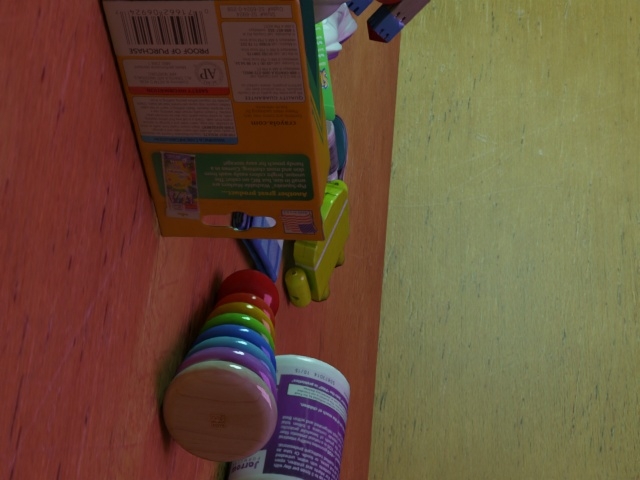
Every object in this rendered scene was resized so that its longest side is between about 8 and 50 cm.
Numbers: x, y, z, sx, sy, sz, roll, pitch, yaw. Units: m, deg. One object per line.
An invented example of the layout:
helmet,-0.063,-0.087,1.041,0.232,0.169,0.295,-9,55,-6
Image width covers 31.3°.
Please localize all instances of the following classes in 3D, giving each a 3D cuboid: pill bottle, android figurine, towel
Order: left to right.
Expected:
towel,-0.086,-0.098,1.824,0.209,0.034,0.285,65,28,-62
pill bottle,-0.053,0.338,1.711,0.169,0.169,0.302,79,15,-51
pill bottle,-0.006,-0.164,2.172,0.137,0.078,0.078,80,15,-48
android figurine,0.000,0.000,2.145,0.273,0.056,0.248,78,32,-59

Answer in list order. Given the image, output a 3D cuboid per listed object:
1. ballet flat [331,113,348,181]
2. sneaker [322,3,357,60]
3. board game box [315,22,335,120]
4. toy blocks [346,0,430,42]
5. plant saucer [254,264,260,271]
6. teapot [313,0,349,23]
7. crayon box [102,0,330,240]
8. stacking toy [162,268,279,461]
ballet flat,0.010,-0.134,2.315,0.086,0.086,0.248,-26,119,-79
sneaker,-0.023,-0.396,2.050,0.305,0.114,0.152,-66,136,-64
board game box,-0.035,-0.323,1.858,0.124,0.039,0.259,-1,79,-57
toy blocks,0.106,-0.566,2.247,0.381,0.261,0.191,34,20,-37
plant saucer,-0.099,0.112,1.856,0.067,0.018,0.192,67,25,-69
teapot,-0.026,-0.472,1.729,0.252,0.187,0.256,41,64,-34
crayon box,-0.101,-0.146,1.254,0.083,0.203,0.323,-79,167,-47
stacking toy,-0.107,0.140,1.504,0.330,0.141,0.141,-78,166,-62
